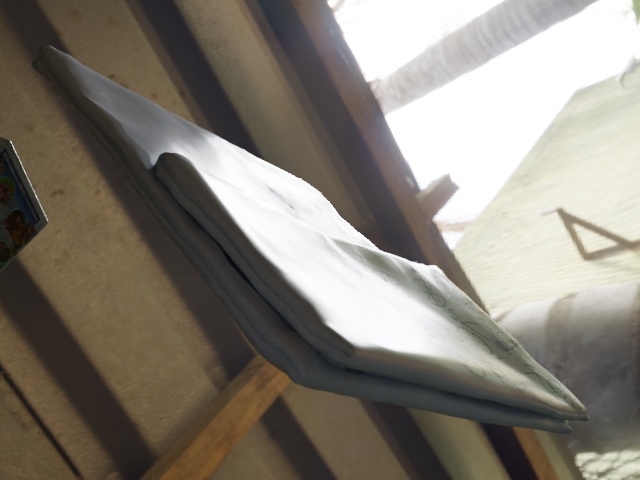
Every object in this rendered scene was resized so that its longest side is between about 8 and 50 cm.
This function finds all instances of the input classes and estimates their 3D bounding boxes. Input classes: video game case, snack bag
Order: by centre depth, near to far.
[{"bbox_3d":[-0.238,0.000,0.488,0.122,0.011,0.087,-56,-22,-33],"label":"video game case"},{"bbox_3d":[0.000,0.000,0.504,0.323,0.037,0.342,23,-164,-49],"label":"snack bag"}]
